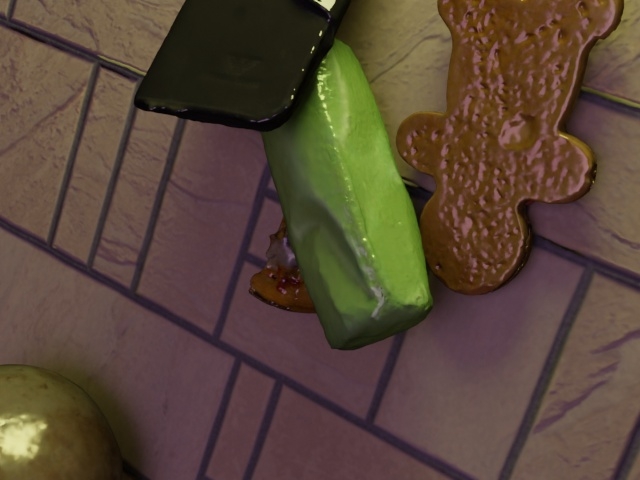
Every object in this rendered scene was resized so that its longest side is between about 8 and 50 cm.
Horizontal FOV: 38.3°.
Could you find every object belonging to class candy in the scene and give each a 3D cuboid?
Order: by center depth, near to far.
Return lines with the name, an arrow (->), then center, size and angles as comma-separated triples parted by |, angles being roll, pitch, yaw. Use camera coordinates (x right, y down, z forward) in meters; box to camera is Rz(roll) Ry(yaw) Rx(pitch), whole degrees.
candy -> 0.014, -0.055, 0.990 | 0.142, 0.132, 0.344 | -24, 72, 18

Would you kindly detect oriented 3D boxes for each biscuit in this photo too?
biscuit -> 0.186, -0.109, 0.962 | 0.215, 0.047, 0.340 | 12, 101, 30

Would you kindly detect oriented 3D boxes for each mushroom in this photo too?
mushroom -> -0.418, 0.321, 1.207 | 0.297, 0.297, 0.290 | 44, 136, 20

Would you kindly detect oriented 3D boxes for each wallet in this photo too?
wallet -> -0.050, -0.276, 0.985 | 0.197, 0.051, 0.378 | 13, 68, 28

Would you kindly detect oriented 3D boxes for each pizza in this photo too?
pizza -> 0.000, 0.000, 1.076 | 0.184, 0.036, 0.176 | 5, 95, 28
